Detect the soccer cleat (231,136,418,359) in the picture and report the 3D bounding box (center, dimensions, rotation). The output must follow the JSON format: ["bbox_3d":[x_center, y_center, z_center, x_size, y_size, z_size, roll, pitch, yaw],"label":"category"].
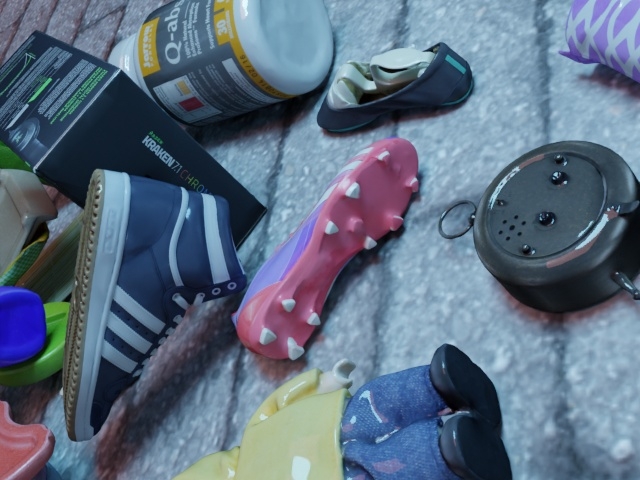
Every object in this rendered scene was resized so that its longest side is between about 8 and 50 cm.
[{"bbox_3d":[0.000,0.000,0.741,0.248,0.083,0.095,-57,35,-3],"label":"soccer cleat"}]

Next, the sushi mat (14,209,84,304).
[{"bbox_3d":[-0.383,0.048,1.109,0.316,0.019,0.151,-44,41,8],"label":"sushi mat"}]

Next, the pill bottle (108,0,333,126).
[{"bbox_3d":[-0.134,-0.234,0.979,0.278,0.162,0.162,-10,54,38],"label":"pill bottle"}]

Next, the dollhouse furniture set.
[{"bbox_3d":[-0.426,-0.008,1.123,0.301,0.151,0.197,44,108,45],"label":"dollhouse furniture set"}]

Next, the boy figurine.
[{"bbox_3d":[-0.003,0.183,0.591,0.285,0.092,0.177,-29,45,26],"label":"boy figurine"}]

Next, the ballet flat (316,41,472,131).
[{"bbox_3d":[0.061,-0.166,0.815,0.203,0.074,0.074,-5,58,42],"label":"ballet flat"}]

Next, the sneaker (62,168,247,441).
[{"bbox_3d":[-0.166,0.075,0.765,0.099,0.153,0.282,46,126,58],"label":"sneaker"}]

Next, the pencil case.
[{"bbox_3d":[0.274,-0.140,0.589,0.088,0.086,0.206,-66,32,26],"label":"pencil case"}]

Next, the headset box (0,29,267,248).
[{"bbox_3d":[-0.230,-0.091,0.882,0.131,0.246,0.283,-52,43,-7],"label":"headset box"}]

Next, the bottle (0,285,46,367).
[{"bbox_3d":[-0.472,0.108,0.933,0.283,0.118,0.092,-5,89,23],"label":"bottle"}]

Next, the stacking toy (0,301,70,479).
[{"bbox_3d":[-0.357,0.224,0.921,0.279,0.130,0.309,-38,36,-26],"label":"stacking toy"}]

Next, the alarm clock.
[{"bbox_3d":[0.168,-0.015,0.608,0.192,0.064,0.129,2,62,48],"label":"alarm clock"}]
